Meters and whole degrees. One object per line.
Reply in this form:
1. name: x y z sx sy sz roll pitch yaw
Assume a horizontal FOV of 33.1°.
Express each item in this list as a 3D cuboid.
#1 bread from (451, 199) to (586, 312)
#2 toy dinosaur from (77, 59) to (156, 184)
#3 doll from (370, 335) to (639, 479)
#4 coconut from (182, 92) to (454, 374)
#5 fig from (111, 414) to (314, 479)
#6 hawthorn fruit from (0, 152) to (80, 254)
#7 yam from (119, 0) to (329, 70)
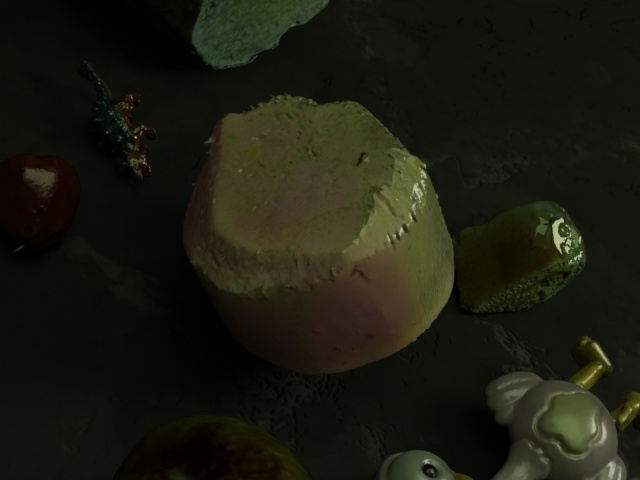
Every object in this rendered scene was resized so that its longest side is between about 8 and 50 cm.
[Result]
1. bread: 0.218 0.012 1.157 0.156 0.110 0.103 -12 66 -33
2. toy dinosaur: -0.208 -0.121 1.092 0.055 0.049 0.154 -19 69 -33
3. doll: 0.169 0.216 0.976 0.365 0.094 0.160 -25 65 -39
4. coconut: 0.000 0.000 0.972 0.233 0.245 0.233 -6 59 9
5. fig: -0.071 0.230 0.799 0.191 0.181 0.181 51 43 -18
6. hawthorn fruit: -0.261 -0.031 0.980 0.081 0.081 0.093 6 81 -23
7. yam: -0.158 -0.358 1.187 0.348 0.241 0.241 37 47 10
